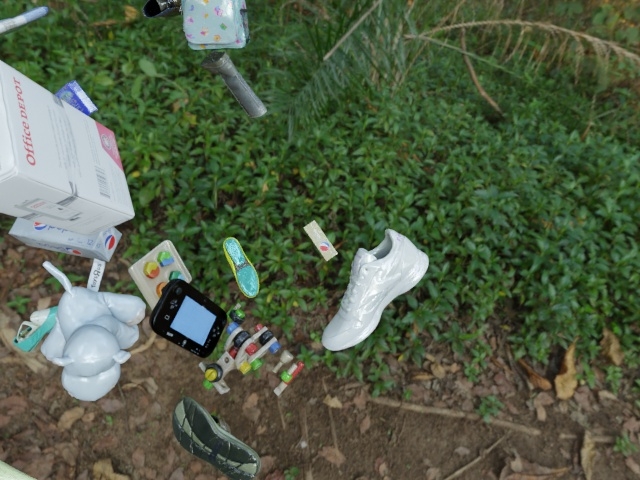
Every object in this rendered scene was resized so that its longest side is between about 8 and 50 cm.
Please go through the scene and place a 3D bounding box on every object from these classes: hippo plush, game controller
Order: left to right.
[{"bbox_3d":[-0.506,0.227,1.065,0.234,0.295,0.236,-2,29,-38],"label":"hippo plush"},{"bbox_3d":[-0.391,0.243,1.383,0.067,0.319,0.167,2,61,23],"label":"game controller"}]

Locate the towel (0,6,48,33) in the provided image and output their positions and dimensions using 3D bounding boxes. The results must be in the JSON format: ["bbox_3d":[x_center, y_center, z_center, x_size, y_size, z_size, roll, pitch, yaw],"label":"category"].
[{"bbox_3d":[-0.757,-0.439,0.989,0.209,0.034,0.285,9,44,39],"label":"towel"}]

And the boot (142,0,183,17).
[{"bbox_3d":[-0.414,-0.684,1.320,0.219,0.082,0.106,0,35,33],"label":"boot"}]

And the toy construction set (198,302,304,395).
[{"bbox_3d":[-0.244,0.412,1.504,0.308,0.237,0.257,39,2,-6],"label":"toy construction set"}]

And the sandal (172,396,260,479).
[{"bbox_3d":[-0.299,0.567,1.302,0.302,0.120,0.086,38,5,6],"label":"sandal"}]

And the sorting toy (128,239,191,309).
[{"bbox_3d":[-0.579,0.126,1.681,0.038,0.193,0.208,-10,24,33],"label":"sorting toy"}]

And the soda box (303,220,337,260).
[{"bbox_3d":[0.000,0.000,2.016,0.181,0.061,0.058,55,0,-1],"label":"soda box"}]

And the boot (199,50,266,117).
[{"bbox_3d":[-0.268,-0.483,1.419,0.208,0.076,0.189,44,-2,-38],"label":"boot"}]

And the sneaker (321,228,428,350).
[{"bbox_3d":[0.094,0.106,1.017,0.152,0.305,0.114,44,-4,-21],"label":"sneaker"}]

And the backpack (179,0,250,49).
[{"bbox_3d":[-0.270,-0.585,1.154,0.165,0.189,0.144,-1,22,2],"label":"backpack"}]

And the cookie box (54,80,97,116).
[{"bbox_3d":[-0.789,-0.444,1.472,0.091,0.107,0.040,-18,26,31],"label":"cookie box"}]

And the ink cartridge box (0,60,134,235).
[{"bbox_3d":[-0.481,-0.144,0.808,0.117,0.283,0.208,-21,76,8],"label":"ink cartridge box"}]

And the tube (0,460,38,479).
[{"bbox_3d":[-0.895,0.662,1.273,0.240,0.070,0.062,40,26,-11],"label":"tube"}]

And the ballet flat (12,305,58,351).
[{"bbox_3d":[-0.997,0.300,1.611,0.087,0.247,0.083,39,14,-37],"label":"ballet flat"}]

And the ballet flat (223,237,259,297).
[{"bbox_3d":[-0.288,0.097,1.653,0.077,0.077,0.231,-25,90,-20],"label":"ballet flat"}]

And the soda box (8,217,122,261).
[{"bbox_3d":[-0.738,-0.020,1.325,0.286,0.091,0.098,9,66,12],"label":"soda box"}]
